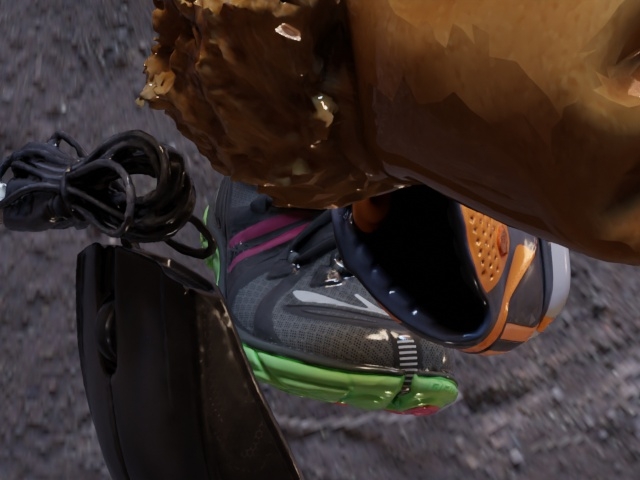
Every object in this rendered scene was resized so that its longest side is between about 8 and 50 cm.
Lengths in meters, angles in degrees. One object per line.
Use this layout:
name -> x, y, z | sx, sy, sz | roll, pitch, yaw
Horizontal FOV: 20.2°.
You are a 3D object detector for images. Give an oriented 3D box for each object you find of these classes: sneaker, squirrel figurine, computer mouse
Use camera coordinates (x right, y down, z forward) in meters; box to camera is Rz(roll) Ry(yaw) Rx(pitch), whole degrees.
sneaker -> 0.000, 0.000, 1.591 | 0.185, 0.483, 0.202 | 10, 111, -22
sneaker -> 0.072, -0.082, 1.164 | 0.124, 0.180, 0.321 | -21, 83, 25
squirrel figurine -> 0.067, -0.207, 0.748 | 0.397, 0.281, 0.370 | -2, 116, 22
computer mouse -> -0.092, 0.076, 0.953 | 0.072, 0.188, 0.272 | -33, 108, -29
